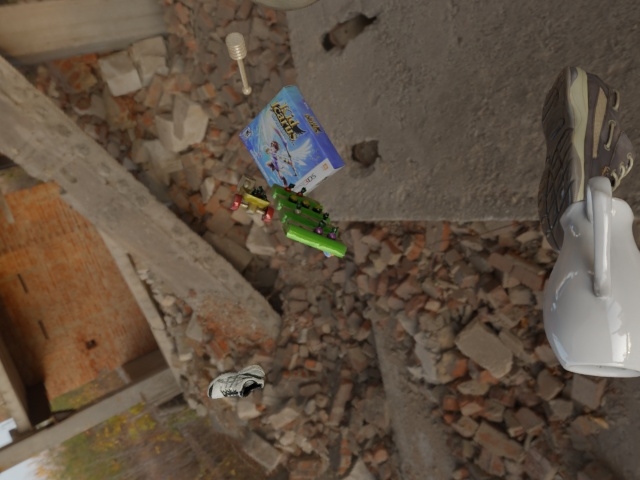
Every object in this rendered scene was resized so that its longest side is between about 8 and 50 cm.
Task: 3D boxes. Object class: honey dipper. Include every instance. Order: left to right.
[{"bbox_3d":[-0.138,-0.305,0.914,0.030,0.031,0.160,59,173,13],"label":"honey dipper"}]

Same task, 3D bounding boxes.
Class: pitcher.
[{"bbox_3d":[0.325,0.044,0.603,0.126,0.178,0.207,-2,68,28],"label":"pitcher"}]

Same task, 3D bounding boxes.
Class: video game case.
[{"bbox_3d":[-0.090,-0.265,1.501,0.244,0.061,0.269,-33,88,42],"label":"video game case"}]

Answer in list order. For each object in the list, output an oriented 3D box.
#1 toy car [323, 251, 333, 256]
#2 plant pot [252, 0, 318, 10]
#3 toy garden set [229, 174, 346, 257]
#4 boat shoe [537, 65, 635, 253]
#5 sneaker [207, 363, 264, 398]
[{"bbox_3d":[0.000,0.000,1.355,0.040,0.060,0.122,-40,106,20],"label":"toy car"},{"bbox_3d":[-0.053,-0.538,0.858,0.274,0.257,0.256,-115,10,-72],"label":"plant pot"},{"bbox_3d":[-0.064,-0.072,0.941,0.049,0.204,0.244,-63,21,16],"label":"toy garden set"},{"bbox_3d":[0.453,-0.138,0.864,0.132,0.130,0.355,92,-171,-70],"label":"boat shoe"},{"bbox_3d":[-0.115,0.197,0.700,0.037,0.083,0.031,-112,-4,-54],"label":"sneaker"}]
